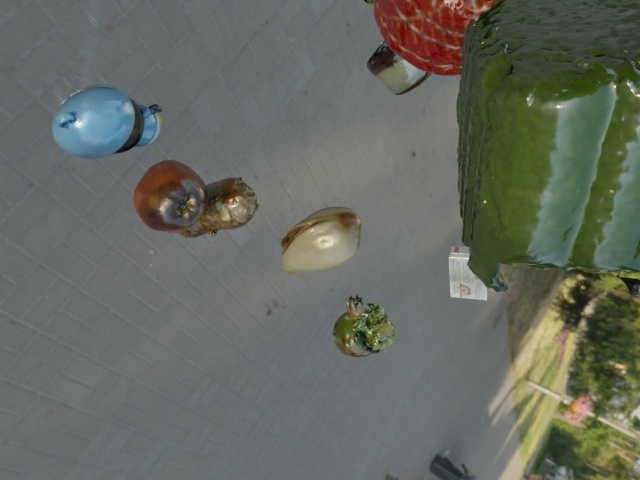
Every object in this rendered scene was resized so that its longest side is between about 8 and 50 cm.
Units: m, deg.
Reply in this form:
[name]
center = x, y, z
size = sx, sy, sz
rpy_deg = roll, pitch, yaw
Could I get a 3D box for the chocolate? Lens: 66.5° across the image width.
[chocolate]
center = 0.322, -0.646, 1.740
size = 0.283, 0.186, 0.283
rpy_deg = -41, -178, 1

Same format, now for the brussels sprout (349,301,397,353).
[brussels sprout]
center = 0.086, 0.144, 0.773
size = 0.085, 0.058, 0.085
rpy_deg = 1, 89, -24

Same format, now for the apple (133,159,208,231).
[apple]
center = -0.449, -0.124, 1.487
size = 0.230, 0.229, 0.230
rpy_deg = -34, 137, -39

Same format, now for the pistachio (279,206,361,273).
[pistachio]
center = 0.000, 0.000, 1.113
size = 0.215, 0.144, 0.144
rpy_deg = -26, 155, 21

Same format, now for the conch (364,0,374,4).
[conch]
center = 0.125, -0.623, 1.171
size = 0.079, 0.201, 0.095
rpy_deg = -46, -177, -23

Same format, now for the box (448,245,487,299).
[box]
center = 0.544, 0.118, 1.789
size = 0.081, 0.135, 0.199
rpy_deg = -59, 145, -50

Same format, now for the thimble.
[thimble]
center = 0.280, -0.509, 0.947
size = 0.350, 0.350, 0.231
rpy_deg = -55, 177, -15

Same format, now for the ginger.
[ginger]
center = -0.382, -0.101, 1.717
size = 0.254, 0.418, 0.176
rpy_deg = -47, 119, -30

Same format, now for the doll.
[doll]
center = -0.458, -0.255, 1.057
size = 0.177, 0.141, 0.314
rpy_deg = -31, -174, 13

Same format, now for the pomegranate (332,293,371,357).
[pomegranate]
center = 0.113, 0.264, 1.496
size = 0.159, 0.159, 0.205
rpy_deg = -31, 122, -42

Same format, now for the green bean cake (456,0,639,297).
[green bean cake]
center = 0.297, -0.104, 0.460
size = 0.335, 0.318, 0.218
rpy_deg = -74, 161, -51
